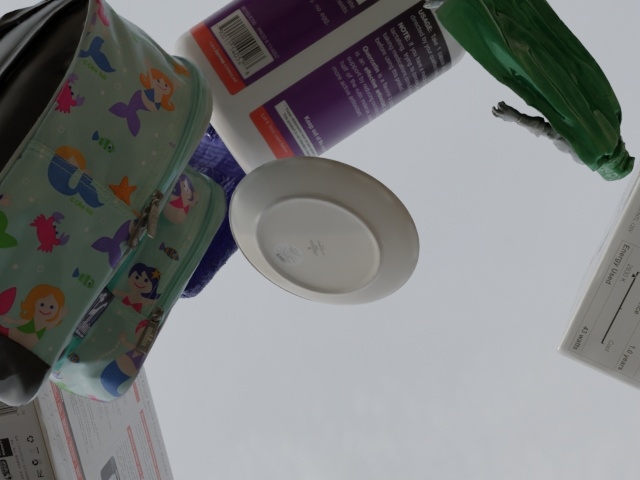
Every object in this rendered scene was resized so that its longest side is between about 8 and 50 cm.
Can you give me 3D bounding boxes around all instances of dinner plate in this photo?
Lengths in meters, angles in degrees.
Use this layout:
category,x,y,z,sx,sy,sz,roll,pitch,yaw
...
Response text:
category,x,y,z,sx,sy,sz,roll,pitch,yaw
dinner plate,0.000,0.000,0.753,0.141,0.141,0.017,22,-134,1

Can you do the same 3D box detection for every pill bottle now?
category,x,y,z,sx,sy,sz,roll,pitch,yaw
pill bottle,0.023,-0.210,1.082,0.322,0.181,0.182,-33,-116,0

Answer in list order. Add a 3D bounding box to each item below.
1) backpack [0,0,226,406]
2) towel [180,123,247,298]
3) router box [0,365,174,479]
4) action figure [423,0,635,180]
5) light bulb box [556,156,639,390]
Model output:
category,x,y,z,sx,sy,sz,roll,pitch,yaw
backpack,-0.176,-0.029,0.675,0.191,0.225,0.254,30,-105,-32
towel,-0.137,-0.078,1.339,0.227,0.076,0.308,17,-116,52
router box,-0.260,0.175,1.085,0.082,0.336,0.301,-12,-171,9
action figure,0.184,-0.134,0.877,0.232,0.063,0.137,46,-126,-15
light bulb box,0.538,0.031,1.306,0.361,0.358,0.225,25,-151,11
